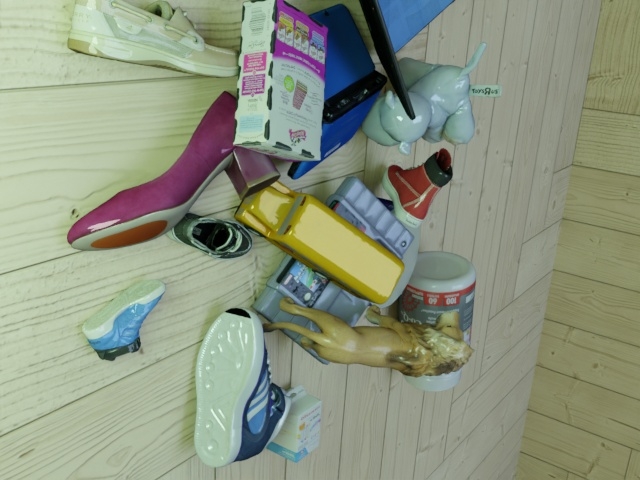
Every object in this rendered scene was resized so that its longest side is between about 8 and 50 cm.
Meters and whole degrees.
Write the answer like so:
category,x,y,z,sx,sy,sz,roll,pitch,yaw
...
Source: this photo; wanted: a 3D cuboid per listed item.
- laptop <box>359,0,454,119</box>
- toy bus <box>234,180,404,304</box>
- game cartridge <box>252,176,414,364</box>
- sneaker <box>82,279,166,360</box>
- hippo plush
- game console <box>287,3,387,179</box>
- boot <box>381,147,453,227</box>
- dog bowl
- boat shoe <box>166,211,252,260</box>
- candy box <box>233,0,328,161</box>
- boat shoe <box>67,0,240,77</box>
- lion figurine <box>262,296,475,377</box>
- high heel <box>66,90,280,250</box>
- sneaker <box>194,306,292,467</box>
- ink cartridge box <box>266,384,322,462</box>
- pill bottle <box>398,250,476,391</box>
category,x,y,z,sx,sy,sz,roll,pitch,yaw
laptop,0.184,-0.529,1.411,0.407,0.237,0.381,-104,170,-49
toy bus,0.000,0.000,1.398,0.333,0.130,0.108,35,80,-28
game cartridge,0.035,0.064,1.539,0.230,0.068,0.355,44,75,-34
sneaker,-0.307,0.133,1.165,0.152,0.058,0.084,-41,130,-35
hippo plush,0.232,-0.276,1.621,0.236,0.294,0.234,-42,119,-27
game console,-0.002,-0.300,1.426,0.250,0.173,0.293,-57,172,36
boot,0.231,-0.156,1.657,0.088,0.244,0.176,24,113,-20
dog bowl,0.135,0.029,1.747,0.265,0.104,0.264,-30,128,-47
boat shoe,-0.182,-0.002,1.284,0.219,0.070,0.077,16,90,-58
candy box,-0.062,-0.256,1.169,0.159,0.071,0.233,10,82,-57
boat shoe,-0.226,-0.303,1.055,0.302,0.109,0.098,-4,108,-50
lion figurine,0.093,0.202,1.422,0.393,0.240,0.142,-1,102,-28
high heel,-0.253,-0.115,1.148,0.377,0.127,0.181,-25,81,-37
sneaker,-0.139,0.283,1.444,0.236,0.130,0.322,0,101,-65
ink cartridge box,-0.060,0.413,1.636,0.092,0.090,0.143,-23,123,-51
pill bottle,0.324,0.230,2.023,0.210,0.210,0.362,-32,129,-46
